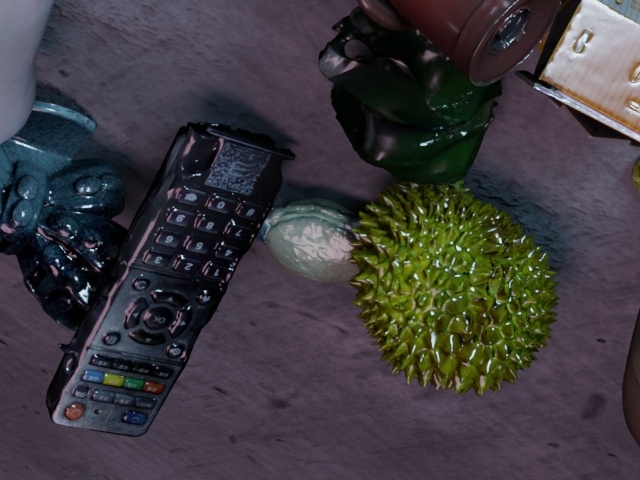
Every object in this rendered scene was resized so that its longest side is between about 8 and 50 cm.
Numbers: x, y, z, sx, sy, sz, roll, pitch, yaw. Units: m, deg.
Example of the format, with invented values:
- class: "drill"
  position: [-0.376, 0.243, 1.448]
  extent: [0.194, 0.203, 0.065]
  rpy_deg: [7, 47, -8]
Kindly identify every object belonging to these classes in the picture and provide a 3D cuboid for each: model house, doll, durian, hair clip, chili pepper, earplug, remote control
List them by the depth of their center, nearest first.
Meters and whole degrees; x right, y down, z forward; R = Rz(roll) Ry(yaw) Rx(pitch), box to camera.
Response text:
- class: "model house"
  position: [0.258, -0.112, 1.221]
  extent: [0.219, 0.136, 0.207]
  rpy_deg: [29, 149, -8]
- class: "chili pepper"
  position: [0.079, -0.130, 1.342]
  extent: [0.148, 0.116, 0.264]
  rpy_deg: [37, 150, 8]
- class: "earplug"
  position: [-0.319, -0.231, 1.467]
  extent: [0.172, 0.172, 0.301]
  rpy_deg: [29, 144, -7]
- class: "durian"
  position: [0.134, 0.050, 1.552]
  extent: [0.200, 0.176, 0.237]
  rpy_deg: [-27, 120, 14]
- class: "remote control"
  position: [-0.172, 0.043, 1.660]
  extent: [0.144, 0.062, 0.399]
  rpy_deg: [15, 119, -30]
- class: "doll"
  position: [0.000, 0.000, 1.672]
  extent: [0.214, 0.072, 0.103]
  rpy_deg: [10, 149, 20]
- class: "hair clip"
  position: [-0.342, -0.036, 1.739]
  extent: [0.310, 0.206, 0.194]
  rpy_deg: [22, 159, -23]

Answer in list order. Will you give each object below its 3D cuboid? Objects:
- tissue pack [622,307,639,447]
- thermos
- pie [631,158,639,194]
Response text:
- class: "tissue pack"
  position: [0.455, 0.096, 1.277]
  extent: [0.387, 0.267, 0.277]
  rpy_deg: [20, 155, 11]
- class: "thermos"
  position: [0.071, -0.229, 1.180]
  extent: [0.232, 0.099, 0.124]
  rpy_deg: [47, 117, 22]
- class: "pie"
  position: [0.321, -0.050, 1.399]
  extent: [0.085, 0.017, 0.085]
  rpy_deg: [19, 150, 12]
